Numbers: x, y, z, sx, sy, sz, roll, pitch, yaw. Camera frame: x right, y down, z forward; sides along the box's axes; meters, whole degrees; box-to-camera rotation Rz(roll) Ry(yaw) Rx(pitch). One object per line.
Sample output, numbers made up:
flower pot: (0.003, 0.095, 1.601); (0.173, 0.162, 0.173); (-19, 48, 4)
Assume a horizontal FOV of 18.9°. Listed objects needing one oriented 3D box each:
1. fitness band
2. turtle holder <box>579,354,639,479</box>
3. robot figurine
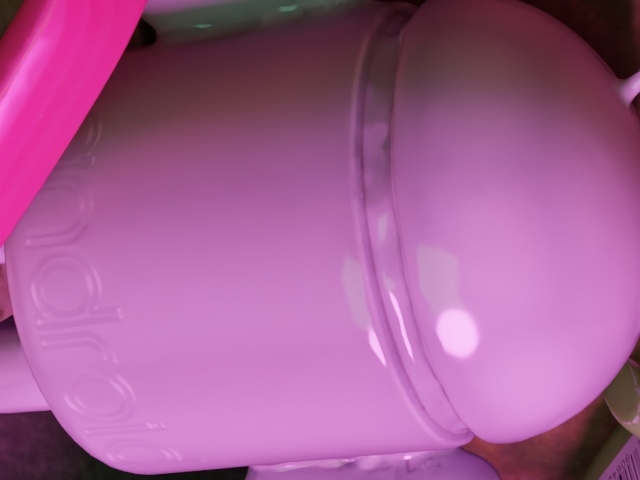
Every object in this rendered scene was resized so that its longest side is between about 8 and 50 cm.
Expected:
fitness band: (-0.165, -0.102, 0.847); (0.054, 0.209, 0.291); (16, 117, -39)
turtle holder: (0.230, 0.206, 0.862); (0.227, 0.320, 0.243); (15, 99, -19)
robot figurine: (0.000, 0.000, 0.868); (0.353, 0.200, 0.300); (-8, 105, 22)
